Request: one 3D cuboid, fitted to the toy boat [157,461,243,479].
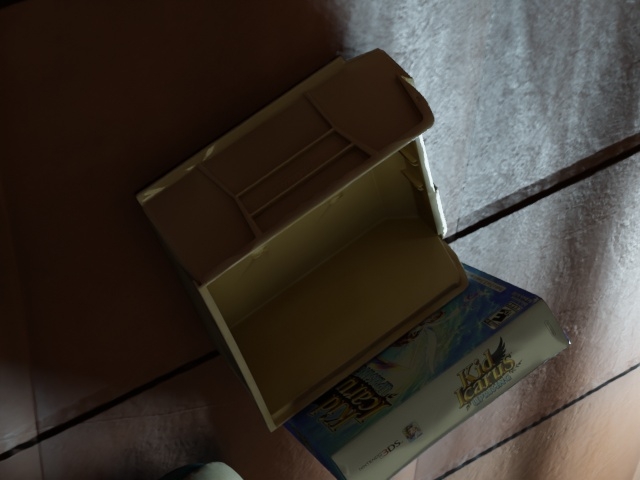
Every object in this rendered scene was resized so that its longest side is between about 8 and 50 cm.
[{"bbox_3d":[-0.192,0.362,1.478,0.318,0.148,0.267,-48,157,-34],"label":"toy boat"}]

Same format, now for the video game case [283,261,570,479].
[{"bbox_3d":[0.078,0.121,1.404,0.244,0.269,0.061,-37,108,-9],"label":"video game case"}]

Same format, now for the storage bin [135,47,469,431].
[{"bbox_3d":[0.000,0.000,1.294,0.260,0.123,0.262,-35,146,-10],"label":"storage bin"}]
